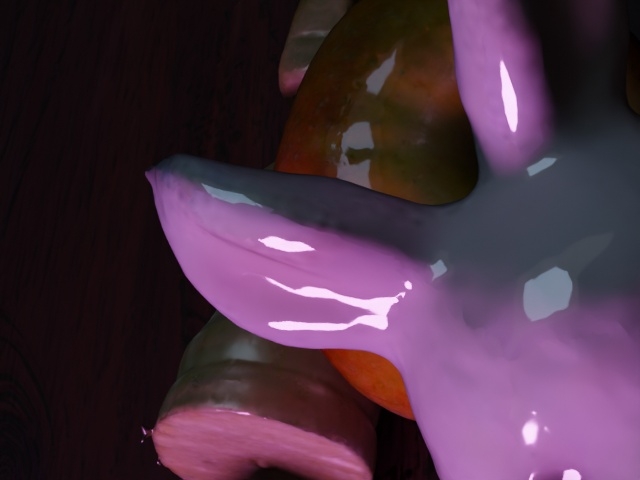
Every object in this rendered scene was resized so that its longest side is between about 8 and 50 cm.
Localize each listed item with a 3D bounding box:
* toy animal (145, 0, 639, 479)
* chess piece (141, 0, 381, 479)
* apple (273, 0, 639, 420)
[{"bbox_3d":[0.123,0.044,0.743,0.196,0.367,0.241,-46,32,9],"label":"toy animal"},{"bbox_3d":[0.000,0.000,1.137,0.137,0.137,0.301,-15,49,42],"label":"chess piece"},{"bbox_3d":[0.076,-0.020,1.003,0.235,0.210,0.173,-58,-2,-20],"label":"apple"}]
